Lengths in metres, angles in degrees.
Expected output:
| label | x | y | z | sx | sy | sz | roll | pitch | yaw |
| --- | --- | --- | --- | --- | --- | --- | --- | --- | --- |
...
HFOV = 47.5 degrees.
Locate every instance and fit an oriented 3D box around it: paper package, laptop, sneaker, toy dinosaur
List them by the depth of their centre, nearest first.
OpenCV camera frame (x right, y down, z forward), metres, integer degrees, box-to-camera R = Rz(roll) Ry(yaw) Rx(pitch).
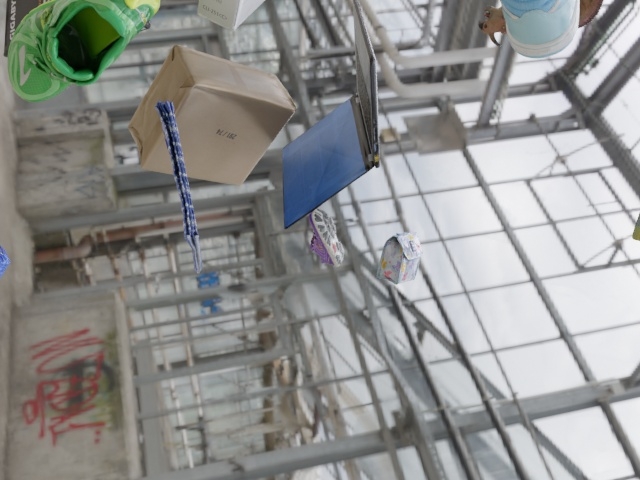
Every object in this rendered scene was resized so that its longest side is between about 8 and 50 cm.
| label | x | y | z | sx | sy | sz | roll | pitch | yaw |
| --- | --- | --- | --- | --- | --- | --- | --- | --- | --- |
| sneaker | -0.338 | -0.260 | 0.960 | 0.296 | 0.109 | 0.123 | -22 | -144 | 38 |
| sneaker | 0.300 | -0.437 | 0.995 | 0.208 | 0.127 | 0.318 | 32 | 57 | -62 |
| toy dinosaur | 0.504 | -0.495 | 1.548 | 0.296 | 0.127 | 0.200 | 25 | -81 | 50 |
| sneaker | 0.000 | 0.000 | 1.707 | 0.068 | 0.071 | 0.169 | -68 | 148 | -42 |
| laptop | 0.004 | -0.308 | 1.736 | 0.382 | 0.237 | 0.407 | -96 | -179 | -53 |
| paper package | -0.289 | -0.316 | 1.921 | 0.309 | 0.325 | 0.168 | -50 | -129 | 31 |

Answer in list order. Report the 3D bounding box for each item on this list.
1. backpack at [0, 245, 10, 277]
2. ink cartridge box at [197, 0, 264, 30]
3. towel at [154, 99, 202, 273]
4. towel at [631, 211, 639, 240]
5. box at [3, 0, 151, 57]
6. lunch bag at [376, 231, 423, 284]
| label | x | y | z | sx | sy | sz | roll | pitch | yaw |
| --- | --- | --- | --- | --- | --- | --- | --- | --- | --- |
| backpack | -0.671 | 0.029 | 1.425 | 0.101 | 0.120 | 0.098 | -53 | -138 | 7 |
| ink cartridge box | -0.054 | -0.469 | 1.003 | 0.296 | 0.066 | 0.261 | -59 | 176 | -42 |
| towel | -0.314 | -0.117 | 1.628 | 0.243 | 0.040 | 0.335 | 106 | -29 | -69 |
| towel | 0.650 | -0.025 | 1.432 | 0.060 | 0.009 | 0.083 | 22 | -42 | 28 |
| box | -0.396 | -0.459 | 1.187 | 0.073 | 0.293 | 0.295 | 14 | 75 | -58 |
| lunch bag | 0.138 | 0.028 | 1.233 | 0.053 | 0.071 | 0.083 | 17 | -77 | 31 |
